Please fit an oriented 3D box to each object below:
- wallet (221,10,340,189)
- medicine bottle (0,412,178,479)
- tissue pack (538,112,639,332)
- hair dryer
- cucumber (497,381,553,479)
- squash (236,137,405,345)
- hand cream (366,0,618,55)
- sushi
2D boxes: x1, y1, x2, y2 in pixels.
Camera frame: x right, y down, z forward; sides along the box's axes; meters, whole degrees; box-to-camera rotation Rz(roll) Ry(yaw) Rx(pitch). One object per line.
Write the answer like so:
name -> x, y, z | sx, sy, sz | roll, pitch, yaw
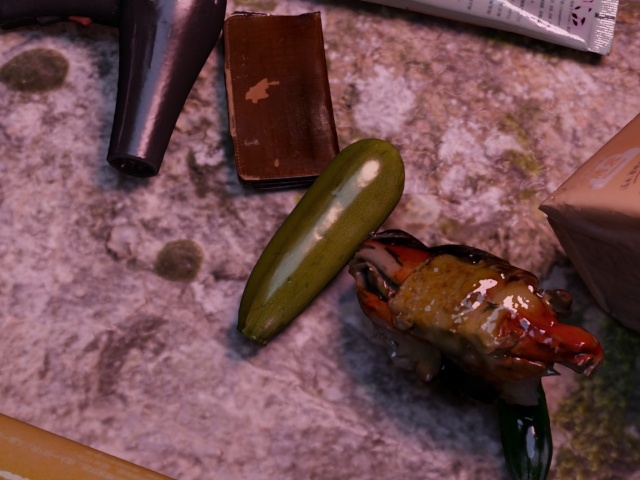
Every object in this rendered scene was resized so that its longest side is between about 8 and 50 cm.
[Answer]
wallet -> -0.035, -0.123, 1.162 | 0.095, 0.026, 0.176 | -5, 62, -7
medicine bottle -> -0.156, 0.195, 0.943 | 0.426, 0.108, 0.108 | 18, 63, 11
tissue pack -> 0.368, -0.029, 1.017 | 0.305, 0.238, 0.238 | -40, 67, -18
hair dryer -> -0.221, -0.173, 1.185 | 0.271, 0.091, 0.235 | 6, 71, 19
cucumber -> 0.152, 0.122, 1.014 | 0.039, 0.039, 0.168 | -5, 60, -1
squash -> 0.000, 0.000, 1.072 | 0.066, 0.066, 0.201 | 31, 72, 17
hand cream -> 0.100, -0.234, 1.198 | 0.331, 0.058, 0.085 | 11, 60, 8
sushi -> 0.105, 0.064, 0.996 | 0.226, 0.103, 0.097 | 20, 44, 41
